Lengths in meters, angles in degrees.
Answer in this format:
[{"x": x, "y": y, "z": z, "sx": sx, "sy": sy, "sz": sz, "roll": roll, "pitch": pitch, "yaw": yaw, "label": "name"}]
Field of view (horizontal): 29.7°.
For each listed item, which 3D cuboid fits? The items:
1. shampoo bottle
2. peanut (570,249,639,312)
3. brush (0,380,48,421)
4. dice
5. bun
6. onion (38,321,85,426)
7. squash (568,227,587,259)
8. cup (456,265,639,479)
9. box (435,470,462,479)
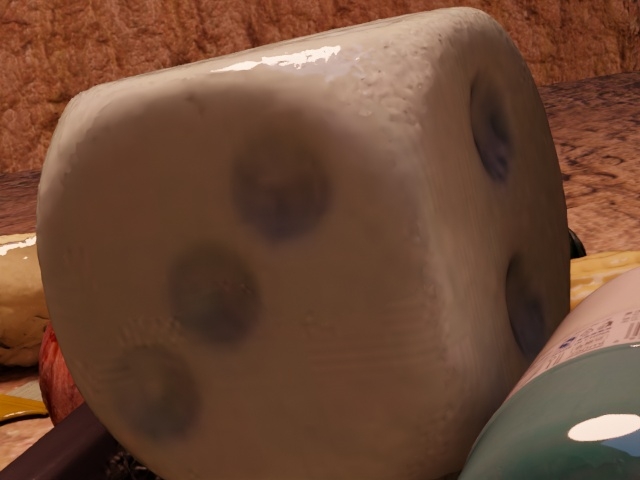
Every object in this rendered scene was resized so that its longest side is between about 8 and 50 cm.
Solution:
[{"x": -0.120, "y": 0.140, "z": 0.886, "sx": 0.071, "sy": 0.098, "sz": 0.309, "roll": -18, "pitch": 13, "yaw": 30, "label": "shampoo bottle"}, {"x": 0.180, "y": 0.088, "z": 0.962, "sx": 0.305, "sy": 0.147, "sz": 0.147, "roll": -6, "pitch": 12, "yaw": 0, "label": "peanut"}, {"x": -0.322, "y": 0.175, "z": 1.140, "sx": 0.083, "sy": 0.011, "sz": 0.205, "roll": 4, "pitch": 17, "yaw": 37, "label": "brush"}, {"x": 0.000, "y": 0.000, "z": 0.782, "sx": 0.268, "sy": 0.262, "sz": 0.264, "roll": -5, "pitch": 13, "yaw": 29, "label": "dice"}, {"x": -0.353, "y": 0.068, "z": 1.339, "sx": 0.287, "sy": 0.146, "sz": 0.287, "roll": -3, "pitch": -2, "yaw": 0, "label": "bun"}, {"x": -0.167, "y": 0.089, "z": 1.020, "sx": 0.159, "sy": 0.195, "sz": 0.159, "roll": -5, "pitch": 23, "yaw": 2, "label": "onion"}, {"x": 0.152, "y": 0.030, "z": 1.154, "sx": 0.218, "sy": 0.172, "sz": 0.218, "roll": -5, "pitch": -1, "yaw": 0, "label": "squash"}, {"x": 0.148, "y": 0.155, "z": 0.568, "sx": 0.289, "sy": 0.219, "sz": 0.257, "roll": -32, "pitch": -1, "yaw": 29, "label": "cup"}, {"x": 0.026, "y": 0.170, "z": 0.808, "sx": 0.135, "sy": 0.079, "sz": 0.269, "roll": -3, "pitch": 13, "yaw": 23, "label": "box"}]
